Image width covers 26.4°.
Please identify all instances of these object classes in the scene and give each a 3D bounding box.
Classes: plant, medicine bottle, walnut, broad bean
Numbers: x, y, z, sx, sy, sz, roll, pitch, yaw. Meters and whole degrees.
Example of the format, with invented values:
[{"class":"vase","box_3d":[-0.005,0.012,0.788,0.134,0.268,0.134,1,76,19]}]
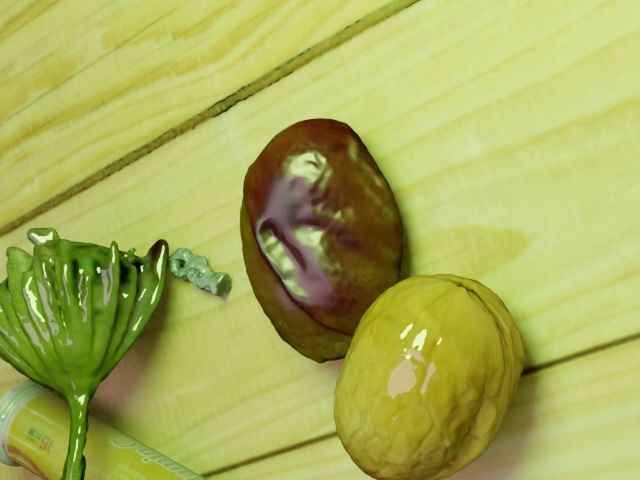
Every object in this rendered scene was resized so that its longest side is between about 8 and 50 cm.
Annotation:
[{"class":"plant","box_3d":[-0.236,0.152,1.448,0.251,0.180,0.334,-39,65,45]},{"class":"medicine bottle","box_3d":[-0.191,0.278,1.492,0.426,0.108,0.108,22,110,35]},{"class":"walnut","box_3d":[0.091,0.125,1.207,0.159,0.159,0.207,40,123,28]},{"class":"broad bean","box_3d":[0.003,-0.001,1.289,0.156,0.122,0.229,-10,97,14]}]

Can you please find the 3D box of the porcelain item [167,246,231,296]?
[{"class":"porcelain item","box_3d":[-0.132,0.033,1.459,0.083,0.028,0.036,24,114,35]}]
